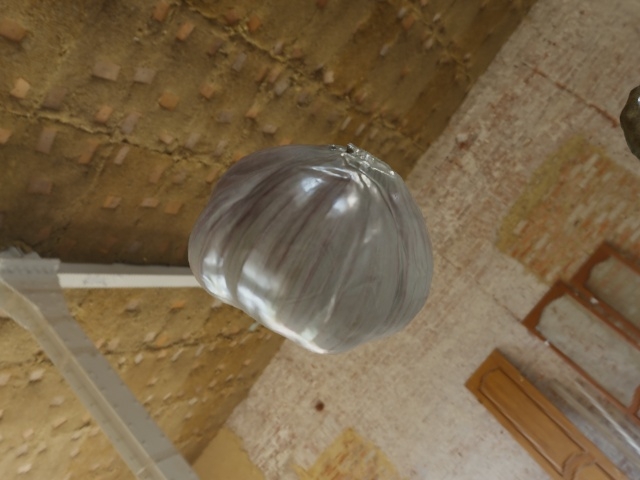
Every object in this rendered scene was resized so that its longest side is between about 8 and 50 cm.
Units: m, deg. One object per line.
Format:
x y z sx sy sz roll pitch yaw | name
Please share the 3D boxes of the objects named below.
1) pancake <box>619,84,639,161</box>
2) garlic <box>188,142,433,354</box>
0.340 -0.088 0.480 0.199 0.199 0.021 -38 -36 -24 | pancake
0.000 0.000 0.788 0.317 0.317 0.259 -3 -51 -59 | garlic
